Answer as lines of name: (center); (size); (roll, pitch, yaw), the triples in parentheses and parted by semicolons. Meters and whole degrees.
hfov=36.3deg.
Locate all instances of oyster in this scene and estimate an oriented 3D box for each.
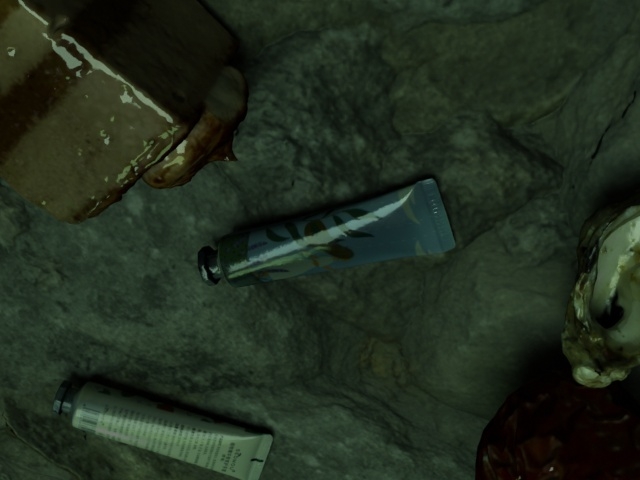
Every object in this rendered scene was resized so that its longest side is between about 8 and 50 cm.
oyster: (0.344, 0.012, 0.920); (0.294, 0.094, 0.166); (-28, 104, 8)

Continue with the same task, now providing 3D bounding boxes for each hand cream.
hand cream: (-0.201, 0.239, 1.238); (0.276, 0.059, 0.095); (18, 124, -3)
hand cream: (0.000, 0.000, 1.027); (0.271, 0.058, 0.091); (-12, 122, 16)

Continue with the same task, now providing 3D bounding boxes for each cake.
cake: (-0.209, -0.151, 0.907); (0.293, 0.196, 0.199); (40, 125, -17)

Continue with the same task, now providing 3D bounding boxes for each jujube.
jujube: (0.268, 0.255, 0.989); (0.213, 0.232, 0.213); (-21, 146, -15)
